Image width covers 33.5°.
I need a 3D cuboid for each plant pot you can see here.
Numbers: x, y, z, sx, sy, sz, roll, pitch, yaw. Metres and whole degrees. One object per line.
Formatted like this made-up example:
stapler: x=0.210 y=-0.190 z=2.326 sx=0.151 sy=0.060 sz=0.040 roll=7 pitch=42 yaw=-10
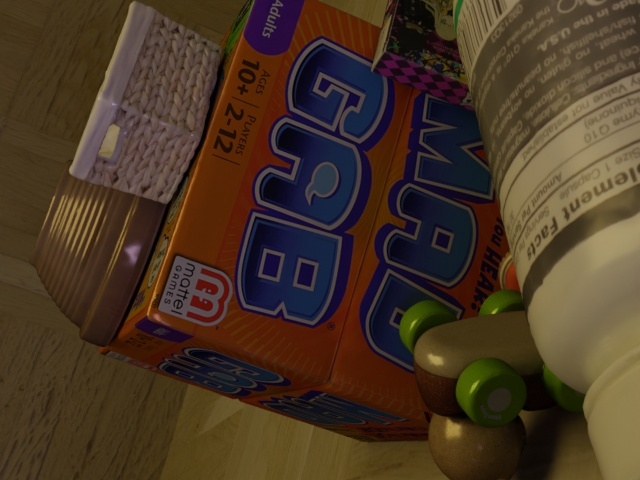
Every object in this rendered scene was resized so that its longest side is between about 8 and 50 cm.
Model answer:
plant pot: x=-0.242 y=-0.013 z=1.149 sx=0.237 sy=0.110 sz=0.237 roll=-159 pitch=90 yaw=-77

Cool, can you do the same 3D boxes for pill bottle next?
pill bottle: x=0.207 y=-0.031 z=0.621 sx=0.204 sy=0.204 sz=0.361 roll=126 pitch=143 yaw=-48

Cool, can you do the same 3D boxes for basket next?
basket: x=-0.167 y=-0.134 z=1.045 sx=0.167 sy=0.103 sz=0.113 roll=-85 pitch=21 yaw=-45

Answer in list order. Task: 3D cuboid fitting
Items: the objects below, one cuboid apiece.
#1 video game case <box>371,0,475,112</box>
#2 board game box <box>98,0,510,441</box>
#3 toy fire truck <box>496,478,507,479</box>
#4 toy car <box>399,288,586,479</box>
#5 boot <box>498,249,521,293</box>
video game case: x=0.180 y=-0.218 z=1.076 sx=0.042 sy=0.232 sz=0.210 roll=129 pitch=158 yaw=-58
board game box: x=0.000 y=0.000 z=1.177 sx=0.356 sy=0.356 sz=0.356 roll=150 pitch=139 yaw=-69
toy fire truck: x=0.108 y=0.291 z=0.810 sx=0.246 sy=0.158 sz=0.217 roll=-53 pitch=16 yaw=13
toy car: x=0.152 y=0.159 z=0.915 sx=0.155 sy=0.149 sz=0.188 roll=-132 pitch=38 yaw=-65
boot: x=0.209 y=0.035 z=0.956 sx=0.158 sy=0.059 sz=0.084 roll=106 pitch=150 yaw=-58
